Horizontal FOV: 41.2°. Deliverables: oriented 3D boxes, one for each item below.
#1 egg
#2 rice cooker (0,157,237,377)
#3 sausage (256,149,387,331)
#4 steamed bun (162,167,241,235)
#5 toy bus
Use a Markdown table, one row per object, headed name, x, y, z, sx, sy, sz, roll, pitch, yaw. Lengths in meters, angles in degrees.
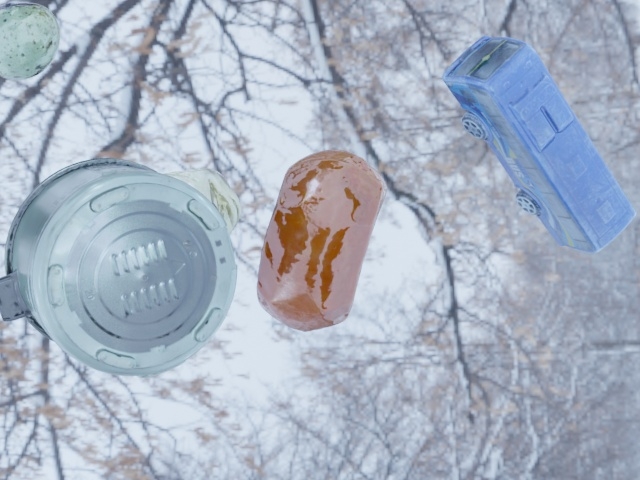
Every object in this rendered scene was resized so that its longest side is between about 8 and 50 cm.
| name | x | y | z | sx | sy | sz | roll | pitch | yaw |
| --- | --- | --- | --- | --- | --- | --- | --- | --- | --- |
| egg | -0.347 | -0.233 | 0.983 | 0.085 | 0.110 | 0.085 | 22 | -125 | -35 |
| rice cooker | -0.231 | 0.028 | 0.985 | 0.280 | 0.227 | 0.241 | -24 | -72 | -23 |
| sausage | -0.001 | 0.000 | 1.176 | 0.153 | 0.141 | 0.268 | -70 | -3 | -66 |
| steamed bun | -0.333 | -0.005 | 1.662 | 0.394 | 0.346 | 0.237 | -13 | -86 | -48 |
| toy bus | 0.223 | -0.095 | 0.847 | 0.079 | 0.094 | 0.236 | -46 | -67 | -14 |
